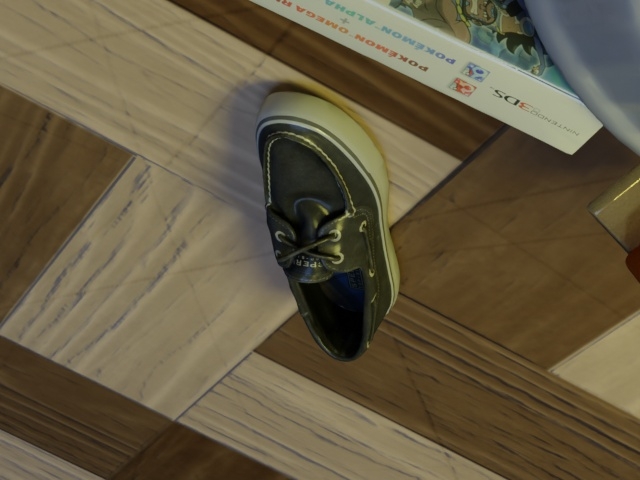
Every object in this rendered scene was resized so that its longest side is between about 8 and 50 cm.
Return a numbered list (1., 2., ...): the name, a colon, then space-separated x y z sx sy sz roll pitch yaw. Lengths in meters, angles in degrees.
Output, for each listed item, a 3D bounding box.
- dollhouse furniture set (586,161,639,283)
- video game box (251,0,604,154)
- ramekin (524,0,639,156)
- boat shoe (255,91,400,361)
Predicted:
1. dollhouse furniture set: 0.286 0.004 0.954 0.259 0.262 0.135 -39 137 10
2. video game box: 0.063 -0.164 0.843 0.187 0.205 0.048 24 151 -7
3. ramekin: 0.215 -0.138 0.716 0.277 0.277 0.135 23 -174 -6
4. boat shoe: 0.000 0.000 1.237 0.080 0.076 0.228 9 146 16
